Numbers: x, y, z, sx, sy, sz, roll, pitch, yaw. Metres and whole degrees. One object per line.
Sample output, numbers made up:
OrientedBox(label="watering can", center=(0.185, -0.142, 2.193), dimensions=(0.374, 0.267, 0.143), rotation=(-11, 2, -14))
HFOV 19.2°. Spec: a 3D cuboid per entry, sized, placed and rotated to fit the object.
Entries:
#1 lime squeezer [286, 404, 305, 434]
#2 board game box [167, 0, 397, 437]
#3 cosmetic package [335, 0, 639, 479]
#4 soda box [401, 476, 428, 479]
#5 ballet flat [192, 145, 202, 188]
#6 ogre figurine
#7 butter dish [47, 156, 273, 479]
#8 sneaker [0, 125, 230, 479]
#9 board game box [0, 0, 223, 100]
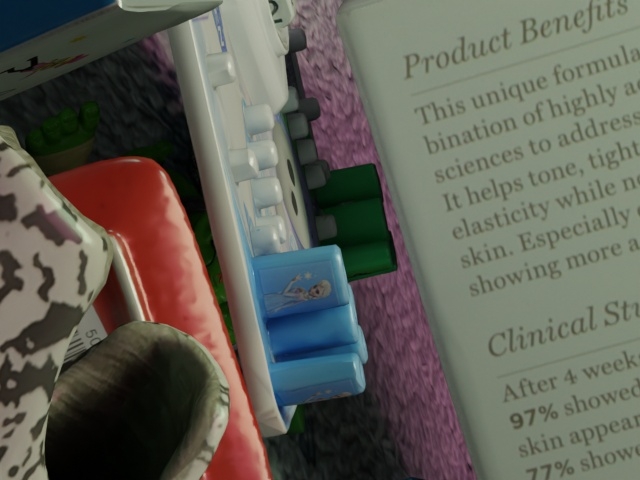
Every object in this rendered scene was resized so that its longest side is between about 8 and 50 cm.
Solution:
OrientedBox(label="lime squeezer", center=(0.000, 0.000, 1.267), dimensions=(0.110, 0.059, 0.310), rotation=(62, 18, -20))
OrientedBox(label="board game box", center=(-0.027, -0.135, 0.958), dimensions=(0.390, 0.050, 0.390), rotation=(-59, 137, -81))
OrientedBox(label="cosmetic package", center=(0.225, -0.013, 1.155), dimensions=(0.327, 0.329, 0.394), rotation=(-69, 143, -79))
OrientedBox(label="soda box", center=(0.073, 0.203, 1.235), dimensions=(0.210, 0.067, 0.071), rotation=(27, 45, -66))
OrientedBox(label="ballet flat", center=(-0.041, -0.017, 1.168), dimensions=(0.070, 0.070, 0.188), rotation=(46, 33, -52))
OrientedBox(label="ogre figurine", center=(-0.091, 0.005, 0.938), dimensions=(0.118, 0.097, 0.197), rotation=(55, -2, 16))
OrientedBox(label="butter dish", center=(-0.112, 0.067, 0.750), dimensions=(0.118, 0.160, 0.160), rotation=(115, -43, -81))
OrientedBox(label="sneaker", center=(-0.085, 0.109, 0.488), dimensions=(0.158, 0.182, 0.410), rotation=(47, -16, 21))
OrientedBox(label="board game box", center=(-0.193, -0.172, 0.597), dimensions=(0.303, 0.224, 0.097), rotation=(68, 16, -1))
